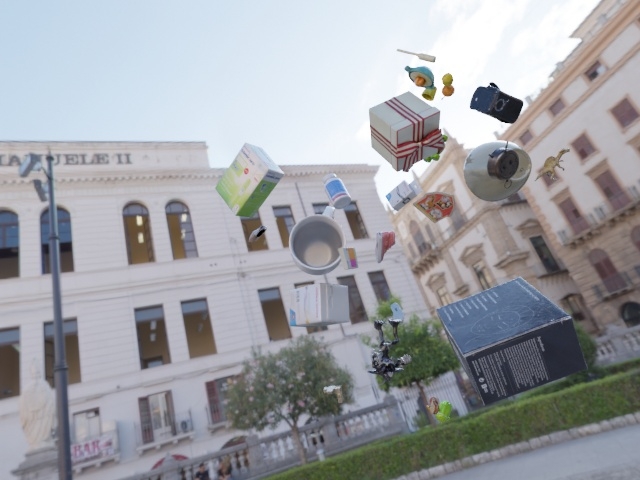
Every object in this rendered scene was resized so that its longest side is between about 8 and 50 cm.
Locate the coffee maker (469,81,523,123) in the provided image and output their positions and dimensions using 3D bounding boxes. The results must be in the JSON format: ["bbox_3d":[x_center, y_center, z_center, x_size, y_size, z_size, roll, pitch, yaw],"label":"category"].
[{"bbox_3d":[0.709,-0.525,1.671,0.179,0.171,0.120,6,-46,-32],"label":"coffee maker"}]

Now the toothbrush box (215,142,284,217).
[{"bbox_3d":[-0.337,-0.279,1.993,0.283,0.206,0.122,-49,-26,21],"label":"toothbrush box"}]

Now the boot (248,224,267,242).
[{"bbox_3d":[-0.306,-0.028,2.052,0.118,0.042,0.087,-50,15,4],"label":"boot"}]

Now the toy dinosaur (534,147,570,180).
[{"bbox_3d":[0.869,-0.272,1.606,0.183,0.053,0.092,-45,-57,0],"label":"toy dinosaur"}]

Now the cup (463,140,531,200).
[{"bbox_3d":[0.950,-0.373,2.195,0.332,0.330,0.237,-16,2,-3],"label":"cup"}]

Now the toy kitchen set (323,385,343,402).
[{"bbox_3d":[0.060,0.755,2.055,0.084,0.075,0.068,-9,1,14],"label":"toy kitchen set"}]

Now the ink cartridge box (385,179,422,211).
[{"bbox_3d":[0.456,-0.259,2.332,0.180,0.104,0.060,-41,-41,22],"label":"ink cartridge box"}]

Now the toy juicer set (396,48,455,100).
[{"bbox_3d":[0.493,-0.744,1.936,0.329,0.209,0.089,31,-93,-43],"label":"toy juicer set"}]

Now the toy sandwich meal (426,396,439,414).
[{"bbox_3d":[0.507,0.747,1.911,0.029,0.085,0.085,9,-30,-16],"label":"toy sandwich meal"}]

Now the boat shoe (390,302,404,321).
[{"bbox_3d":[0.457,0.437,2.435,0.065,0.083,0.183,-27,21,10],"label":"boat shoe"}]

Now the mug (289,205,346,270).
[{"bbox_3d":[0.000,0.000,2.177,0.277,0.373,0.328,17,-14,4],"label":"mug"}]

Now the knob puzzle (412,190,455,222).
[{"bbox_3d":[0.601,-0.177,2.169,0.213,0.029,0.213,11,-43,11],"label":"knob puzzle"}]

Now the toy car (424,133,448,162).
[{"bbox_3d":[0.621,-0.571,2.480,0.189,0.154,0.149,27,-8,-19],"label":"toy car"}]

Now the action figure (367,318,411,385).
[{"bbox_3d":[0.272,0.462,1.716,0.164,0.275,0.141,-1,-3,-6],"label":"action figure"}]

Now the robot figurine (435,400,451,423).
[{"bbox_3d":[0.655,0.914,2.254,0.101,0.115,0.067,42,-27,-15],"label":"robot figurine"}]

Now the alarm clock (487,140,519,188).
[{"bbox_3d":[0.755,-0.295,1.733,0.129,0.064,0.192,-35,-59,-12],"label":"alarm clock"}]

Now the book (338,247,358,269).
[{"bbox_3d":[0.128,0.080,1.885,0.035,0.096,0.144,-18,-9,21],"label":"book"}]

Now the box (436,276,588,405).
[{"bbox_3d":[0.876,0.456,2.019,0.472,0.297,0.480,-24,14,7],"label":"box"}]

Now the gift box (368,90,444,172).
[{"bbox_3d":[0.387,-0.467,1.878,0.255,0.258,0.276,-30,-40,-8],"label":"gift box"}]

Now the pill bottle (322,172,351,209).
[{"bbox_3d":[0.096,-0.313,2.651,0.125,0.221,0.124,-18,-31,-11],"label":"pill bottle"}]

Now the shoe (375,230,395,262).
[{"bbox_3d":[0.301,0.032,1.957,0.081,0.063,0.177,-7,-51,-7],"label":"shoe"}]

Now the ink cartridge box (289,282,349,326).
[{"bbox_3d":[-0.009,0.348,2.240,0.197,0.197,0.270,11,-20,-38],"label":"ink cartridge box"}]
